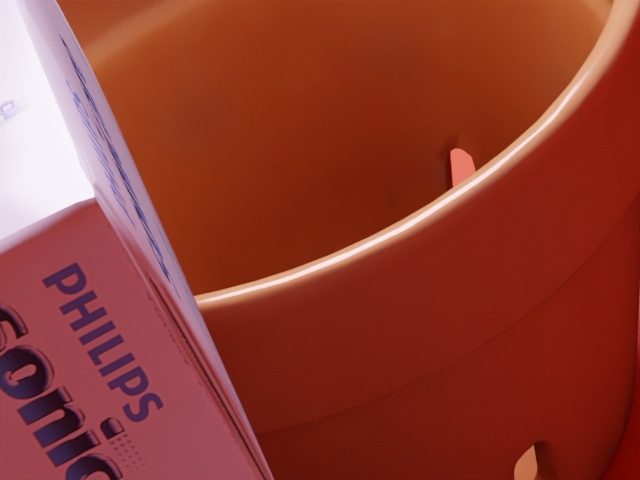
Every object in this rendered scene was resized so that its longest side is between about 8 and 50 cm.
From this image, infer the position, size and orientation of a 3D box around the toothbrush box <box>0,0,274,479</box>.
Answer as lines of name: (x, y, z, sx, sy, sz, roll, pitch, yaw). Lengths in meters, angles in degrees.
toothbrush box: (-0.184, 0.041, 0.494, 0.295, 0.126, 0.216, -29, 38, -2)

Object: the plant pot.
plant pot: (0.000, 0.000, 0.711, 0.290, 0.203, 0.291, -14, 39, 11)
